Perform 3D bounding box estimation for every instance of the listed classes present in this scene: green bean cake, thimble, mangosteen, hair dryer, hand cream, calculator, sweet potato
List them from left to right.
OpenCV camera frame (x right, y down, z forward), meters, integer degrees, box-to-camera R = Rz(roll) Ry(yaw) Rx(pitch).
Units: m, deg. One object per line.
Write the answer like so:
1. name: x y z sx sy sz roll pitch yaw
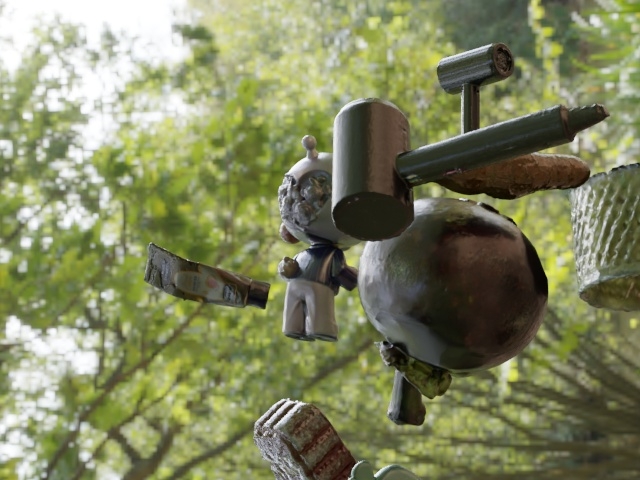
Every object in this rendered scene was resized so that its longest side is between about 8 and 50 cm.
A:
1. hand cream: -0.143 0.051 1.400 0.039 0.163 0.062 -71 -6 -55
2. green bean cake: -0.021 0.387 1.943 0.232 0.097 0.198 58 154 -17
3. calculator: 0.091 0.309 1.254 0.095 0.153 0.021 -50 11 -24
4. mangosteen: 0.143 0.091 1.321 0.231 0.231 0.289 -15 -56 -81
5. hair dryer: 0.120 -0.089 0.951 0.070 0.248 0.114 41 -140 -46
6. hair dryer: 0.276 -0.214 1.946 0.070 0.128 0.255 11 -107 -42
7. sweet potato: 0.212 -0.075 1.242 0.067 0.274 0.067 1 91 58
8. thimble: 0.469 -0.001 1.494 0.271 0.271 0.150 61 -153 -72

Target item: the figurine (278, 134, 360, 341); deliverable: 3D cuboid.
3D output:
1. figurine: -0.008 0.004 1.585 0.133 0.194 0.274 21 -87 -43
